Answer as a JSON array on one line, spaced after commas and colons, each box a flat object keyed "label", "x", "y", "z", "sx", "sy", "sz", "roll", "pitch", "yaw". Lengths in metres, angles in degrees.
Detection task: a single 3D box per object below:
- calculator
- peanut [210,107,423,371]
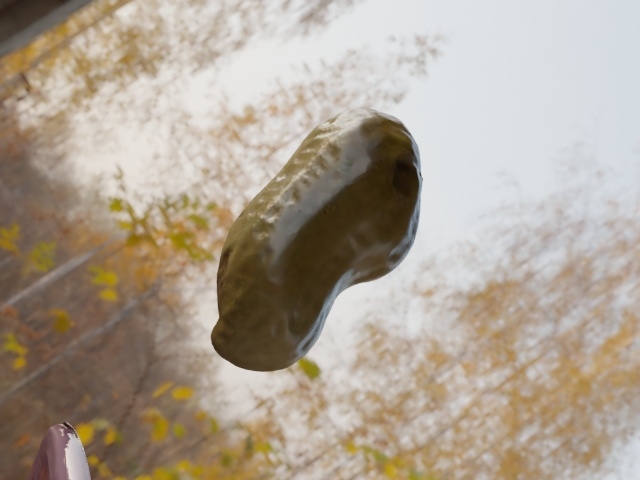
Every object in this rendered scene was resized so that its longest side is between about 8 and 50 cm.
[{"label": "calculator", "x": -0.346, "y": 0.338, "z": 1.621, "sx": 0.043, "sy": 0.194, "sz": 0.294, "roll": 19, "pitch": 5, "yaw": -21}, {"label": "peanut", "x": 0.000, "y": 0.000, "z": 0.975, "sx": 0.110, "sy": 0.236, "sz": 0.120, "roll": 4, "pitch": -37, "yaw": 46}]
